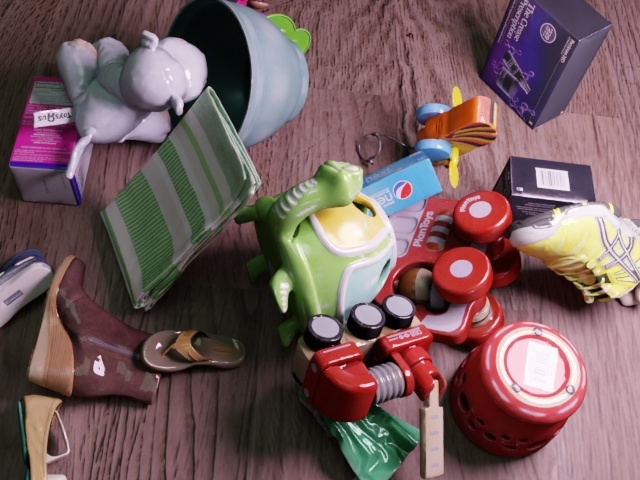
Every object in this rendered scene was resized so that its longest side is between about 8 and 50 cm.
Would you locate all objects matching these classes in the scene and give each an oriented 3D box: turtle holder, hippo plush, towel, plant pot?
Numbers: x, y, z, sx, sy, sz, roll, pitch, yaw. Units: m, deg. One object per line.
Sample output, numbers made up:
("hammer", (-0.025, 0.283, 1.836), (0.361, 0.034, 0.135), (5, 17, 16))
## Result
("turtle holder", (-0.005, -0.003, 1.230), (0.227, 0.320, 0.243), (-20, 29, -12))
("hippo plush", (-0.342, -0.294, 1.336), (0.234, 0.236, 0.294), (60, 36, -4))
("towel", (-0.249, -0.069, 1.274), (0.038, 0.325, 0.248), (17, 35, -49))
("plant pot", (-0.149, -0.312, 1.455), (0.196, 0.293, 0.293), (-9, 56, -43))
("plant pot", (0.318, 0.233, 1.211), (0.191, 0.174, 0.191), (2, 57, -3))

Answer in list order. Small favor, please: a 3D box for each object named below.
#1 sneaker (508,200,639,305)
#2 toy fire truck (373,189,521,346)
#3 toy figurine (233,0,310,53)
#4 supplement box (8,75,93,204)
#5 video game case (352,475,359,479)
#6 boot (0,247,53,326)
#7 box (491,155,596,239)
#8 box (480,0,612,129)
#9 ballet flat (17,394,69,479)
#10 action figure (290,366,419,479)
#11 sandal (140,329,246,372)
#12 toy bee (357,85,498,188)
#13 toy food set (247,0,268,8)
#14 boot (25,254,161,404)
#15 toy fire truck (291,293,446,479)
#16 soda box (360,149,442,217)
("sneaker", (0.476, 0.028, 1.298), (0.385, 0.145, 0.147), (9, 72, -36))
("toy fire truck", (0.207, 0.043, 1.342), (0.254, 0.169, 0.302), (7, 55, 29))
("toy figurine", (-0.130, -0.473, 1.643), (0.173, 0.130, 0.159), (-10, 48, -38))
("supplement box", (-0.496, -0.190, 1.413), (0.114, 0.111, 0.220), (4, 57, -3))
("video game case", (0.061, 0.426, 1.156), (0.087, 0.011, 0.122), (38, 62, 16))
("boot", (-0.545, 0.090, 1.272), (0.190, 0.069, 0.086), (-33, 38, -13))
("box", (0.410, -0.072, 1.416), (0.156, 0.158, 0.093), (7, 59, -3))
("box", (0.458, -0.390, 1.558), (0.103, 0.261, 0.184), (-31, 66, -23))
("ballet flat", (-0.412, 0.338, 1.120), (0.073, 0.080, 0.232), (1, 59, -24))
("action figure", (0.040, 0.279, 1.206), (0.232, 0.063, 0.137), (43, 56, 11))
("sandal", (-0.204, 0.177, 1.233), (0.180, 0.049, 0.072), (5, 58, -23))
("toy bee", (0.244, -0.205, 1.470), (0.162, 0.298, 0.195), (18, 92, -38))
("toy food set", (-0.173, -0.570, 1.700), (0.218, 0.071, 0.128), (20, 21, 17))
("boot", (-0.359, 0.150, 1.254), (0.207, 0.090, 0.248), (12, 54, -15))
("toy fire truck", (0.097, 0.235, 1.145), (0.217, 0.158, 0.246), (-11, 45, -31))
("soda box", (0.111, -0.086, 1.388), (0.210, 0.071, 0.067), (-25, 20, 5))
